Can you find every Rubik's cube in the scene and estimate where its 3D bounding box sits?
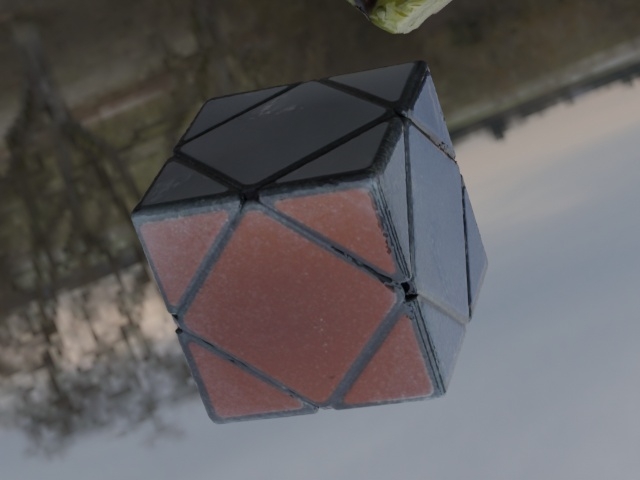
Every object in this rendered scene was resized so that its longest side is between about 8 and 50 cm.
[{"bbox_3d":[0.000,0.000,1.406,0.207,0.205,0.205,-9,-153,22],"label":"Rubik's cube"}]

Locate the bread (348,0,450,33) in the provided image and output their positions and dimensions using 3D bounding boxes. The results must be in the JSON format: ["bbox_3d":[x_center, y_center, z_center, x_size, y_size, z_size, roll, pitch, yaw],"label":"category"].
[{"bbox_3d":[0.129,-0.288,1.175,0.361,0.138,0.077,-39,178,30],"label":"bread"}]
